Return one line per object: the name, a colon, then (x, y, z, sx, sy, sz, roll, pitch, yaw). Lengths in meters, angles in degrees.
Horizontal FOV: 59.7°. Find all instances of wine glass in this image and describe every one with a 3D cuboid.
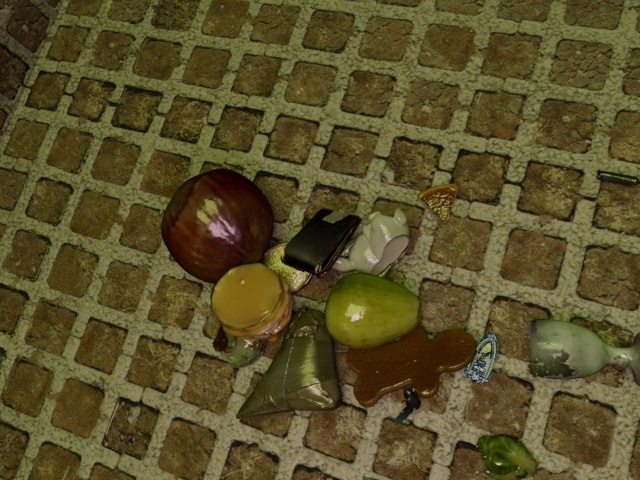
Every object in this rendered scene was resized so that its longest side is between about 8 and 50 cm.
wine glass: (0.810, 0.345, 1.716, 0.357, 0.190, 0.190, 4, 76, 12)

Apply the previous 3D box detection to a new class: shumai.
shumai: (-0.292, 0.361, 2.008, 0.184, 0.142, 0.184, -4, 76, 16)

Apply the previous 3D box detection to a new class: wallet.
wallet: (0.000, 0.000, 1.947, 0.262, 0.071, 0.221, -52, 34, -16)

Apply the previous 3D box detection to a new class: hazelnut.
hazelnut: (-0.369, -0.049, 2.035, 0.421, 0.353, 0.420, 0, 88, 3)

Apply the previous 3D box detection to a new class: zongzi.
zongzi: (-0.129, 0.426, 1.946, 0.393, 0.174, 0.356, -13, 66, 19)

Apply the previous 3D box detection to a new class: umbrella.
umbrella: (1.008, -0.210, 1.895, 0.133, 0.031, 0.036, 13, 105, 17)

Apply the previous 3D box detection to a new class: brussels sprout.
brussels sprout: (0.580, 0.674, 1.735, 0.181, 0.100, 0.139, 7, 57, 26)

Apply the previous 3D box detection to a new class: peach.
peach: (-0.143, 0.112, 2.078, 0.279, 0.068, 0.189, -17, 80, 7)

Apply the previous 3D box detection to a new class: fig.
fig: (0.176, 0.240, 1.868, 0.327, 0.258, 0.258, 2, 76, 2)

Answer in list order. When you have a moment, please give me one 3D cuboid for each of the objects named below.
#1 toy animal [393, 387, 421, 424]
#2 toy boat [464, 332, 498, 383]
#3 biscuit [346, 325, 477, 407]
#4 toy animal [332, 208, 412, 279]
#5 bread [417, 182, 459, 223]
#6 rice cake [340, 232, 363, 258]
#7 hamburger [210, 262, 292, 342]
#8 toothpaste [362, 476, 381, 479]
toy animal: (0.300, 0.518, 1.838, 0.062, 0.108, 0.220, 25, 62, 24)
toy boat: (0.533, 0.378, 1.814, 0.091, 0.110, 0.175, 23, 80, 18)
biscuit: (0.305, 0.408, 1.836, 0.432, 0.064, 0.283, -19, 38, 8)
toy animal: (0.179, 0.032, 1.945, 0.325, 0.208, 0.154, -37, 48, 6)
bread: (0.414, -0.144, 2.012, 0.136, 0.054, 0.154, 16, 74, 16)
rice cake: (0.146, -0.001, 2.047, 0.245, 0.042, 0.045, -36, 82, 2)
hamburger: (-0.218, 0.232, 1.941, 0.277, 0.237, 0.276, -9, 57, 14)
toothpaste: (0.180, 0.798, 1.839, 0.083, 0.017, 0.020, 5, 79, 16)
